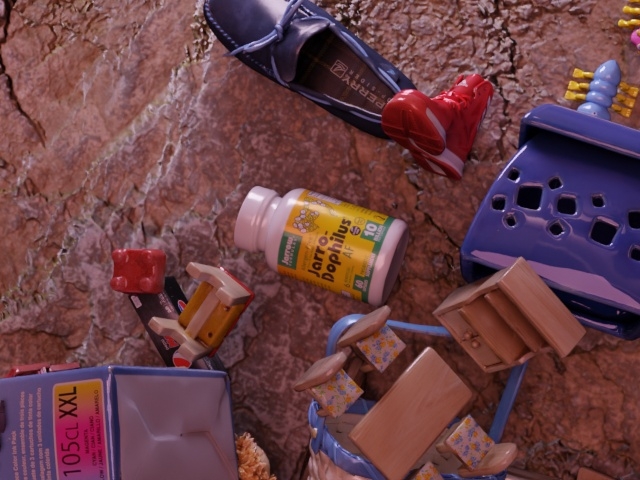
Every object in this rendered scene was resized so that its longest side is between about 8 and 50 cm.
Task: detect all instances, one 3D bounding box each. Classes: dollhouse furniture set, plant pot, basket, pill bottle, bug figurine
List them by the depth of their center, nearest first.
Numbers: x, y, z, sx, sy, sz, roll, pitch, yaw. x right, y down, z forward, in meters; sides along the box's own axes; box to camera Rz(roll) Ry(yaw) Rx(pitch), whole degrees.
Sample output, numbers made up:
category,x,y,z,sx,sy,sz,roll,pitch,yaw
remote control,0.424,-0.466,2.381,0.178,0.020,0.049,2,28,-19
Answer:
category,x,y,z,sx,sy,sz,roll,pitch,yaw
dollhouse furniture set,0.139,0.149,1.155,0.212,0.161,0.242,48,64,-4
plant pot,0.310,-0.024,1.290,0.236,0.236,0.212,19,84,13
basket,0.110,0.235,1.304,0.254,0.201,0.289,7,101,-18
bug figurine,0.456,-0.202,1.344,0.279,0.072,0.216,16,90,12
pill bottle,0.000,0.000,1.406,0.208,0.117,0.118,19,91,12
dollhouse furniture set,-0.253,0.164,1.408,0.201,0.152,0.374,38,99,20

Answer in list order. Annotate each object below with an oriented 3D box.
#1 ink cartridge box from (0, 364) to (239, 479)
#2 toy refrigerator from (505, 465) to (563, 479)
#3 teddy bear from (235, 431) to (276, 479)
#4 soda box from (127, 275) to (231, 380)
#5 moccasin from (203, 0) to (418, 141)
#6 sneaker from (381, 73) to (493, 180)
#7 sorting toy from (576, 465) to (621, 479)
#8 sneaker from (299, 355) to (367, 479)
category,x,y,z,sx,sy,sz,roll,pitch,yaw
ink cartridge box,-0.327,0.233,1.201,0.395,0.270,0.151,-10,78,20
toy refrigerator,0.237,0.427,1.343,0.094,0.102,0.270,13,89,12
teddy bear,-0.139,0.379,1.343,0.338,0.113,0.245,-26,89,39
soda box,-0.190,0.132,1.467,0.053,0.060,0.169,-32,82,13
moccasin,-0.007,-0.255,1.420,0.342,0.117,0.138,29,93,12
sneaker,0.147,-0.169,1.340,0.087,0.221,0.128,21,81,21
sorting toy,0.351,0.369,1.308,0.132,0.046,0.275,18,105,42
sneaker,0.035,0.246,1.423,0.071,0.066,0.188,21,97,-5
